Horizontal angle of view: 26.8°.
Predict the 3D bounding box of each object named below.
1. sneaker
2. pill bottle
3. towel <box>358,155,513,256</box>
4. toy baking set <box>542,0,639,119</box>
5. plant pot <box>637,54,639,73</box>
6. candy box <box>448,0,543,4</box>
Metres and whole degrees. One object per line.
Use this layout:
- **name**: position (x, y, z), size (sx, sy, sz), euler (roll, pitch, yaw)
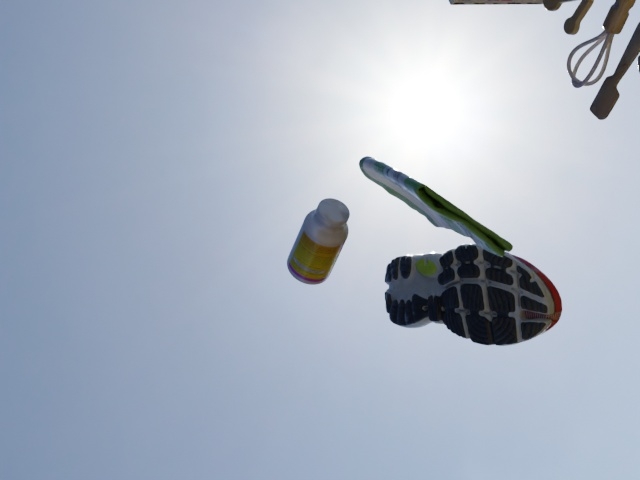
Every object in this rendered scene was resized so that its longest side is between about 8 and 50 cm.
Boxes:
- **sneaker**: position (0.181, 0.048, 1.478), size (0.118, 0.279, 0.107), euler (-6, -83, -29)
- **pill bottle**: position (0.000, 0.000, 1.241), size (0.043, 0.043, 0.083), euler (-35, -21, -42)
- **towel**: position (0.099, -0.030, 1.212), size (0.113, 0.152, 0.023), euler (32, -88, -21)
- **toy baking set**: position (0.371, -0.293, 1.700), size (0.030, 0.197, 0.256), euler (-1, -110, -35)
- **plant pot**: position (0.584, -0.292, 2.050), size (0.167, 0.165, 0.167), euler (-40, -40, -45)
- **candy box**: position (0.280, -0.479, 2.275), size (0.196, 0.164, 0.070), euler (-7, -34, -29)
